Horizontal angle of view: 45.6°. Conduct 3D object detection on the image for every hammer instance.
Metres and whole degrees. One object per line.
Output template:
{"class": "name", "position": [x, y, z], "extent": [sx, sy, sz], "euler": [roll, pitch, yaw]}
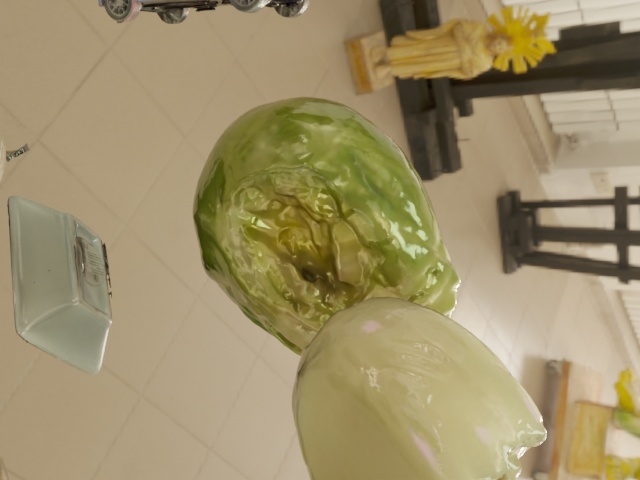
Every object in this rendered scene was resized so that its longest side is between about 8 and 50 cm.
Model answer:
{"class": "hammer", "position": [-0.714, -0.200, 1.737], "extent": [0.062, 0.182, 0.017], "euler": [-36, 116, -31]}

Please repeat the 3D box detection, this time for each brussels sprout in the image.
{"class": "brussels sprout", "position": [0.000, 0.000, 0.875], "extent": [0.268, 0.344, 0.344], "euler": [-27, 119, -3]}

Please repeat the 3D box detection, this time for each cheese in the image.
{"class": "cheese", "position": [0.078, 0.185, 0.667], "extent": [0.127, 0.233, 0.266], "euler": [-20, 144, -28]}

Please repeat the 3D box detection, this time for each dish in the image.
{"class": "dish", "position": [-0.362, 0.054, 1.111], "extent": [0.182, 0.080, 0.243], "euler": [53, 15, -56]}

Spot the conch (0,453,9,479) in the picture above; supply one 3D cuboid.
{"class": "conch", "position": [-0.430, 0.291, 0.755], "extent": [0.197, 0.368, 0.249], "euler": [30, 40, -48]}

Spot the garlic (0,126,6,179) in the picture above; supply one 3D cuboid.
{"class": "garlic", "position": [-0.609, -0.166, 1.134], "extent": [0.317, 0.317, 0.259], "euler": [43, 73, -44]}

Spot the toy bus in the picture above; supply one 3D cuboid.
{"class": "toy bus", "position": [-0.084, -0.201, 0.564], "extent": [0.073, 0.167, 0.076], "euler": [-25, 117, -61]}
